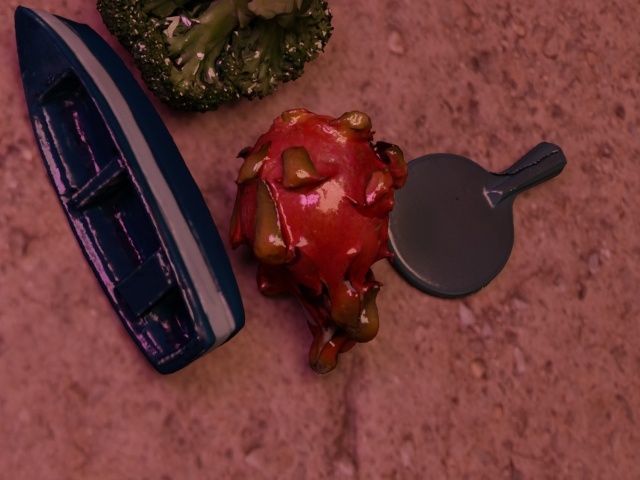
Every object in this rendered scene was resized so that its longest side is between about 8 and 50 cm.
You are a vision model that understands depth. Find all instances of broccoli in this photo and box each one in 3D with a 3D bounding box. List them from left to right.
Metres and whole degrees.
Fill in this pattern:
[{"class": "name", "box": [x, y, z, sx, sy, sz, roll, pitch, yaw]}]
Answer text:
[{"class": "broccoli", "box": [-0.079, -0.188, 1.183, 0.195, 0.156, 0.195, -9, 101, -52]}]

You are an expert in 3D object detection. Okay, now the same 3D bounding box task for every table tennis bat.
[{"class": "table tennis bat", "box": [0.135, -0.031, 1.299, 0.201, 0.033, 0.124, -32, 90, -28]}]

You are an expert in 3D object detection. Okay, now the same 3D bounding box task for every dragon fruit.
[{"class": "dragon fruit", "box": [0.000, 0.000, 1.167, 0.133, 0.150, 0.207, -1, 99, 15]}]

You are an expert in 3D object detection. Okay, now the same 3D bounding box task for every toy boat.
[{"class": "toy boat", "box": [-0.147, -0.048, 1.133, 0.062, 0.096, 0.299, -20, 80, -41]}]
